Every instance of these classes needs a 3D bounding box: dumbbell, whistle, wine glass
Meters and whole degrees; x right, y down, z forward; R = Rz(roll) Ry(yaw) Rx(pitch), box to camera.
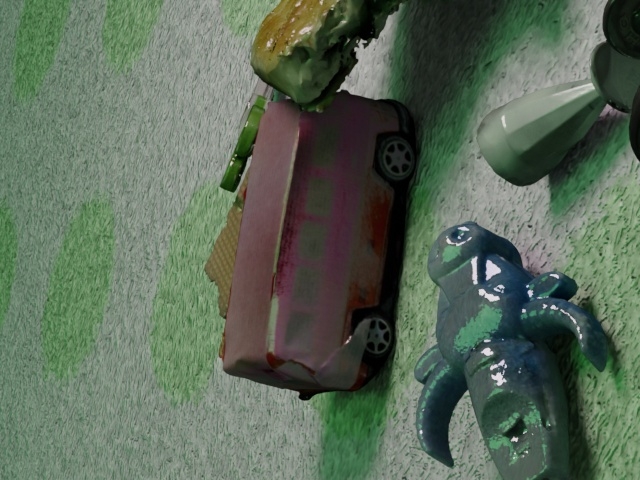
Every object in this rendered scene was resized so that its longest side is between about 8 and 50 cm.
[{"bbox_3d":[0.262,-0.139,1.413,0.110,0.110,0.254,-60,25,31],"label":"dumbbell"},{"bbox_3d":[0.147,0.090,1.541,0.180,0.093,0.269,-37,44,26],"label":"whistle"},{"bbox_3d":[0.202,-0.102,1.551,0.155,0.073,0.073,-30,51,52],"label":"wine glass"}]

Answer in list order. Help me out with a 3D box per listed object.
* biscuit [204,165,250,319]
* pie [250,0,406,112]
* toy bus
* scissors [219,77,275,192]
[{"bbox_3d":[-0.054,-0.022,2.039,0.239,0.062,0.108,-65,28,24],"label":"biscuit"},{"bbox_3d":[0.077,-0.275,1.766,0.371,0.078,0.296,-35,26,33],"label":"pie"},{"bbox_3d":[0.000,0.000,1.833,0.127,0.147,0.302,-8,72,57],"label":"toy bus"},{"bbox_3d":[-0.072,-0.138,2.090,0.204,0.027,0.101,-75,10,-54],"label":"scissors"}]
